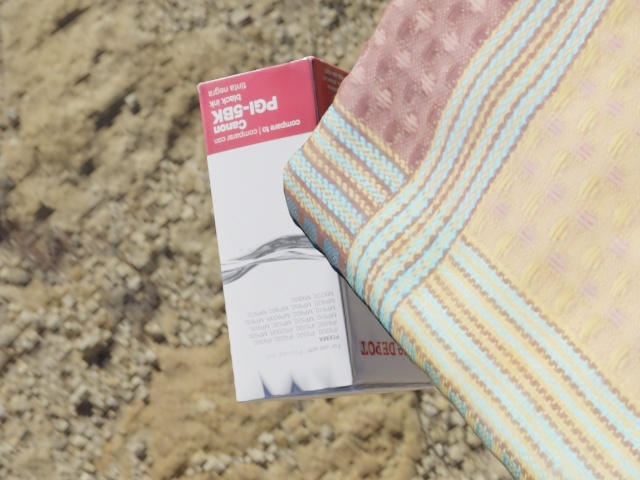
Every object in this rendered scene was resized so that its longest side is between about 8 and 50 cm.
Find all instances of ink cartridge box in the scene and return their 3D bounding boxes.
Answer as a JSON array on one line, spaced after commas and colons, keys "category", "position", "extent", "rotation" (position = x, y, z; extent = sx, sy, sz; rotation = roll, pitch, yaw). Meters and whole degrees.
[{"category": "ink cartridge box", "position": [0.000, 0.000, 0.662], "extent": [0.056, 0.099, 0.135], "rotation": [-11, 81, 22]}]

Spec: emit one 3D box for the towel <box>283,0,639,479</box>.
[{"category": "towel", "position": [0.135, -0.028, 0.392], "extent": [0.271, 0.040, 0.370], "rotation": [-59, 40, 14]}]
